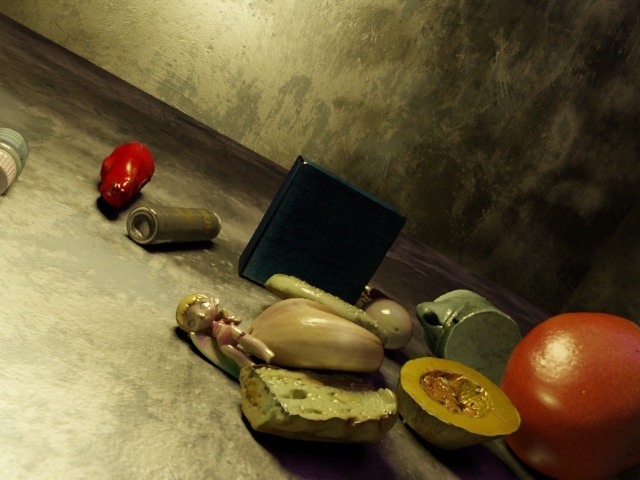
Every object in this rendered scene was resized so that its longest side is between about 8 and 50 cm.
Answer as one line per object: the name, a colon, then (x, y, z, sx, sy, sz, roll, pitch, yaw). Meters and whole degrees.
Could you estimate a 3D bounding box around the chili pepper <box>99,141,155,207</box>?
chili pepper: (-0.423, -0.146, 1.344, 0.110, 0.110, 0.387, 27, 13, -16)

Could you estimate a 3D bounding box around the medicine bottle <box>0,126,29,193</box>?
medicine bottle: (-0.537, -0.130, 1.025, 0.083, 0.083, 0.203, 25, 11, -27)

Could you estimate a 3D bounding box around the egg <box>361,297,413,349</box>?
egg: (0.145, 0.183, 1.371, 0.103, 0.103, 0.135, 17, 16, -50)

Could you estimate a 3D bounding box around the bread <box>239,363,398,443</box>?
bread: (0.002, 0.232, 0.848, 0.232, 0.088, 0.128, 14, 9, -37)

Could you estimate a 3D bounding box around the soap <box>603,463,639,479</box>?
soap: (0.756, 0.428, 1.338, 0.213, 0.350, 0.435, 39, 13, 3)

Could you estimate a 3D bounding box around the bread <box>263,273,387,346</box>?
bread: (0.012, 0.131, 1.183, 0.267, 0.040, 0.267, 27, -11, 6)

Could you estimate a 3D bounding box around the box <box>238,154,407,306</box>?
box: (0.000, 0.000, 1.349, 0.261, 0.279, 0.116, 28, 9, -15)

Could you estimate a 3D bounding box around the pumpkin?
pumpkin: (0.223, 0.302, 1.087, 0.217, 0.110, 0.217, 21, 22, -9)

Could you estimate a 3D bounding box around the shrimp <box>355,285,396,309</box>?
shrimp: (0.096, 0.120, 1.502, 0.262, 0.117, 0.066, 35, 45, 19)

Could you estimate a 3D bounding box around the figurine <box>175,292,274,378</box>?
figurine: (-0.145, 0.139, 0.912, 0.187, 0.083, 0.083, 29, 9, 24)

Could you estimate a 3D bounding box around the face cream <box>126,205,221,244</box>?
face cream: (-0.286, -0.032, 1.274, 0.073, 0.073, 0.283, 33, 11, 15)

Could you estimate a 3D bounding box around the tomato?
tomato: (0.519, 0.316, 1.199, 0.341, 0.341, 0.273, 23, 7, -33)

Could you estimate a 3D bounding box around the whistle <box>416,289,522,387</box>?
whistle: (0.383, 0.290, 1.462, 0.405, 0.188, 0.168, 62, -2, -14)

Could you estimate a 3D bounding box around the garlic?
garlic: (-0.010, 0.151, 0.980, 0.228, 0.110, 0.217, 12, -6, -33)
